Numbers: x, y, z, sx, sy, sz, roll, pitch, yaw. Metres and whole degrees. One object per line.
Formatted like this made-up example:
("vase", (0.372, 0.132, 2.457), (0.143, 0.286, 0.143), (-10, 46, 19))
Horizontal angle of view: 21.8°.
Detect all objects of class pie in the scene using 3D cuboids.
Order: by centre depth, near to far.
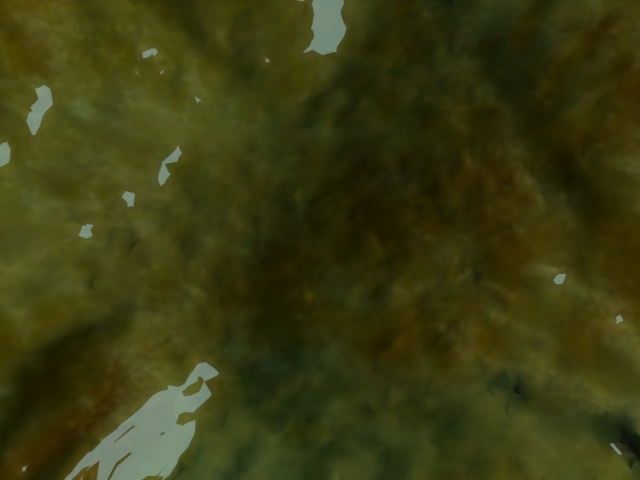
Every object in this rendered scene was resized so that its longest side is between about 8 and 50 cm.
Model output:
("pie", (0.000, 0.000, 0.366), (0.306, 0.071, 0.306), (-2, 73, 8))
